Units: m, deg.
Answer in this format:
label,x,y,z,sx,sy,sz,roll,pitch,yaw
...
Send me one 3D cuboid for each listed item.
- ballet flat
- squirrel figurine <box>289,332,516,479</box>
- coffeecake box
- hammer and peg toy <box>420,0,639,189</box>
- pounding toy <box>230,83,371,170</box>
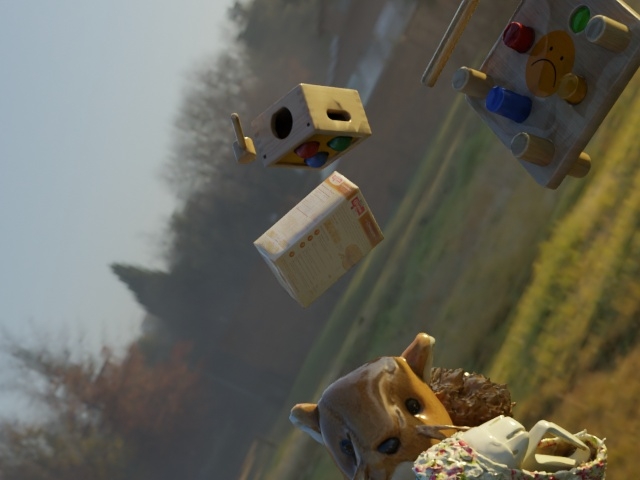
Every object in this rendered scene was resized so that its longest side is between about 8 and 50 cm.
label,x,y,z,sx,sy,sz,roll,pitch,yaw
ballet flat,0.183,0.202,1.211,0.091,0.241,0.077,36,108,45
squirrel figurine,0.125,0.291,1.500,0.281,0.370,0.397,-33,9,9
coffeecake box,0.000,0.000,2.156,0.185,0.068,0.142,-41,-42,-11
hammer and peg toy,0.299,-0.261,1.809,0.266,0.127,0.361,-60,36,23
pounding toy,-0.058,-0.155,2.045,0.206,0.181,0.094,-33,67,40
